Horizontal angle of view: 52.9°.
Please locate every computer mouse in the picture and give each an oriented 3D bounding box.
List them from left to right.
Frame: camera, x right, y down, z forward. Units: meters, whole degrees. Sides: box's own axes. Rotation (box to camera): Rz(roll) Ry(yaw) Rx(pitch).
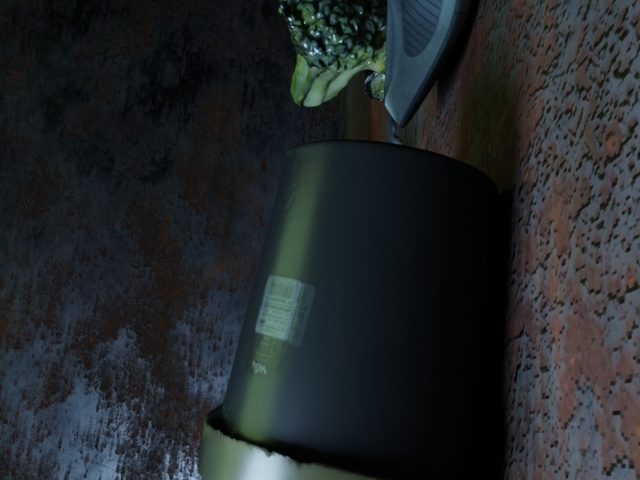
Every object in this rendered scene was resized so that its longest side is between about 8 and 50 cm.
[{"bbox_3d":[0.112,-0.233,0.687,0.379,0.090,0.167,89,-171,-50],"label":"computer mouse"}]

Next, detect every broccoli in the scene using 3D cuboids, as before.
[{"bbox_3d":[0.033,-0.314,1.015,0.288,0.248,0.246,-29,-33,-35],"label":"broccoli"}]

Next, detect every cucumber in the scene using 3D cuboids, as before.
[{"bbox_3d":[0.110,-0.308,1.183,0.245,0.067,0.067,-84,1,-65],"label":"cucumber"}]

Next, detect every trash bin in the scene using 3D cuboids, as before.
[{"bbox_3d":[0.025,0.108,0.499,0.214,0.214,0.334,109,171,-80],"label":"trash bin"}]
